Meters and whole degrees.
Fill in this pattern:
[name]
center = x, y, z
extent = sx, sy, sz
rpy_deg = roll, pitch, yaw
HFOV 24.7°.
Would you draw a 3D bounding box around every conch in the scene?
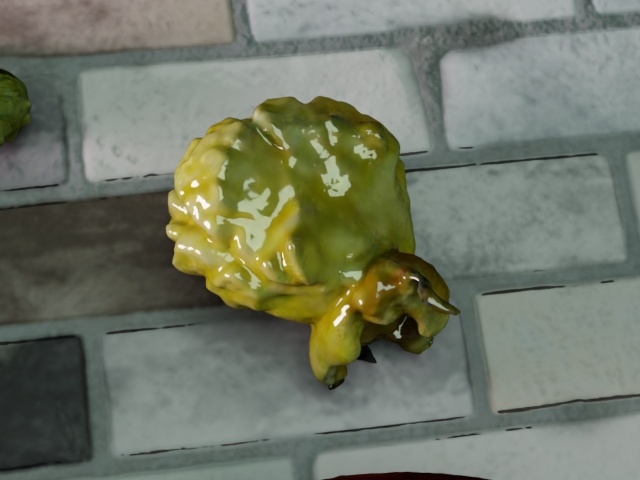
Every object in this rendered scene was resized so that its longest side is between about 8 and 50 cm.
[conch]
center = -0.253, -0.101, 1.019
extent = 0.089, 0.074, 0.121
rpy_deg = 2, 40, -43

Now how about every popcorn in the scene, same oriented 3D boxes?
[popcorn]
center = -0.008, 0.000, 0.966
extent = 0.168, 0.173, 0.195
rpy_deg = -11, 70, -44

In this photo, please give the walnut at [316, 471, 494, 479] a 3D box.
[walnut]
center = 0.057, 0.259, 0.874
extent = 0.269, 0.222, 0.244
rpy_deg = 11, 105, 12
